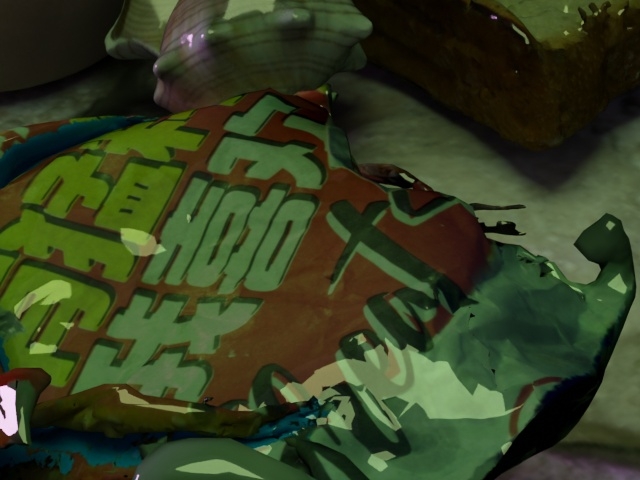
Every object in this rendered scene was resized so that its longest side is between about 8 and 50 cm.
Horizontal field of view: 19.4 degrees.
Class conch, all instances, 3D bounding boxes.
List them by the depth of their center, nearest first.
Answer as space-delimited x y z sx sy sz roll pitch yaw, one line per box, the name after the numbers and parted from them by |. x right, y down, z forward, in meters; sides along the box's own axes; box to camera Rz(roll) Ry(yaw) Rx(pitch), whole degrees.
-0.041 -0.110 0.964 0.137 0.114 0.234 -34 45 22 | conch

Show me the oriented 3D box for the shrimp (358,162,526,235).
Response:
0.000 -0.001 0.852 0.190 0.073 0.075 -9 80 11 | shrimp

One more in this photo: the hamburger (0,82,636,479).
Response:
-0.033 0.060 0.718 0.260 0.150 0.276 -28 43 -33 | hamburger

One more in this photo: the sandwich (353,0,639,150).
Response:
0.136 -0.153 1.010 0.251 0.087 0.226 -27 44 -28 | sandwich

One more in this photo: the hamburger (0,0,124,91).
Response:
-0.196 -0.206 1.081 0.227 0.151 0.295 -7 39 4 | hamburger
